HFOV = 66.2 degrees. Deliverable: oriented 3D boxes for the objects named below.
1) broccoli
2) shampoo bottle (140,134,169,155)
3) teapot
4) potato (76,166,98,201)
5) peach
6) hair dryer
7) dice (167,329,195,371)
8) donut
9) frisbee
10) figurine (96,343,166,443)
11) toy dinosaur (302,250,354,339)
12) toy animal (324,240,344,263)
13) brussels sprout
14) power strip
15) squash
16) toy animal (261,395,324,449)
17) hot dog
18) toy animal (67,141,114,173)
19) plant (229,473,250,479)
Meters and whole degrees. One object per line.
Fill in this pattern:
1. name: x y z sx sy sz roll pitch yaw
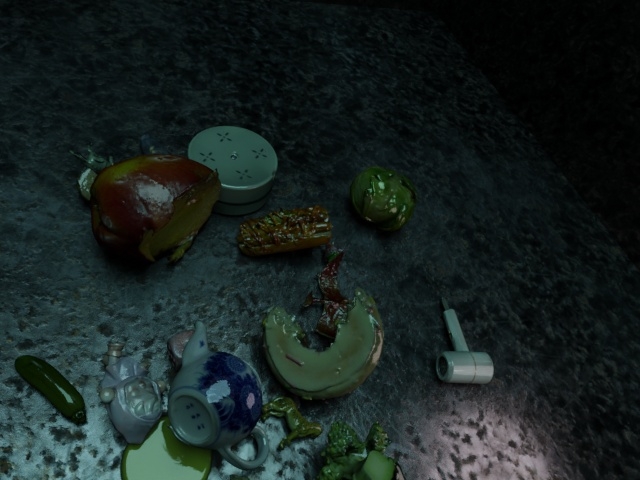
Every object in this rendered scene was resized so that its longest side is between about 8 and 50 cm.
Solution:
1. broccoli: 0.096 0.658 1.276 0.277 0.318 0.338 25 10 15
2. shampoo bottle: -0.615 -0.311 1.871 0.087 0.049 0.234 -23 65 -34
3. teapot: -0.264 0.419 1.334 0.424 0.252 0.280 60 26 3
4. potato: -0.769 -0.164 1.701 0.172 0.089 0.101 38 64 -27
5. peach: -0.514 -0.119 1.578 0.416 0.339 0.353 -8 62 -28
6. hair dryer: 0.476 0.344 1.767 0.172 0.108 0.358 7 44 -16
7. dice: -0.395 0.326 1.447 0.093 0.091 0.094 -14 61 -28
8. donut: 0.012 0.318 1.487 0.370 0.150 0.308 -13 75 9
9. frisbee: -0.404 0.582 1.300 0.235 0.017 0.236 10 52 -13
10. figurine: -0.517 0.403 1.318 0.200 0.133 0.276 15 33 -56
11. toy dinosaur: 0.056 0.195 1.699 0.206 0.113 0.327 33 47 0
12. toy animal: 0.000 0.000 1.851 0.208 0.100 0.103 39 12 14
13. brussels sprout: 0.251 -0.177 1.981 0.259 0.227 0.295 21 41 -23
14. power strip: -0.348 -0.274 1.870 0.357 0.161 0.358 9 52 -12
15. squash: -0.711 0.385 1.303 0.258 0.069 0.069 36 51 9
16. toy animal: -0.092 0.517 1.439 0.136 0.073 0.181 -19 50 -39
17. hot dog: -0.128 -0.041 1.747 0.348 0.117 0.158 -9 57 -1
18. toy animal: -0.763 -0.258 1.737 0.176 0.073 0.216 48 14 32
19. plant: -0.245 0.657 1.280 0.121 0.105 0.116 20 7 31
